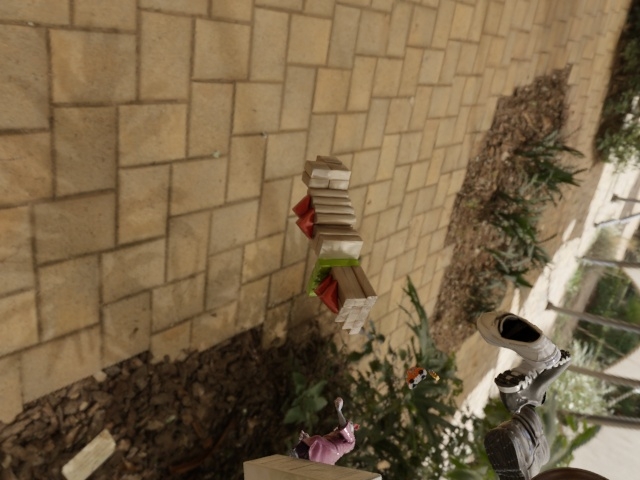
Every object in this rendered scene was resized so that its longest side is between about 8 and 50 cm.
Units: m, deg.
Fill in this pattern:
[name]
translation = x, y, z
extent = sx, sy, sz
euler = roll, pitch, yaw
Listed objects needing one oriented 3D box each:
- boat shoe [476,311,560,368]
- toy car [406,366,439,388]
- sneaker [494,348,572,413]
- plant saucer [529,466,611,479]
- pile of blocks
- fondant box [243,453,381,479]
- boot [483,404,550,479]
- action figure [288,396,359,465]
[boat shoe]
translation = 0.442, 0.203, 1.223
extent = 0.095, 0.258, 0.084
euler = -40, 109, -11
[toy car]
translation = 0.246, 0.340, 1.318
extent = 0.060, 0.040, 0.122
euler = -52, 142, 4
[sneaker]
translation = 0.505, 0.333, 1.249
extent = 0.234, 0.078, 0.106
euler = -18, 103, -27
[plant saucer]
translation = 0.560, 0.644, 1.119
extent = 0.050, 0.311, 0.310
euler = 16, 97, -44
[pile of blocks]
translation = 0.000, 0.000, 1.019
extent = 0.113, 0.362, 0.149
euler = 2, 155, -25
[fondant box]
translation = -0.018, 0.551, 0.997
extent = 0.096, 0.330, 0.238
euler = 3, 76, -37
[boot]
translation = 0.558, 0.630, 1.415
extent = 0.223, 0.118, 0.338
euler = -6, 88, -47
[action figure]
translation = 0.044, 0.786, 1.994
extent = 0.370, 0.275, 0.248
euler = -14, 145, -47
